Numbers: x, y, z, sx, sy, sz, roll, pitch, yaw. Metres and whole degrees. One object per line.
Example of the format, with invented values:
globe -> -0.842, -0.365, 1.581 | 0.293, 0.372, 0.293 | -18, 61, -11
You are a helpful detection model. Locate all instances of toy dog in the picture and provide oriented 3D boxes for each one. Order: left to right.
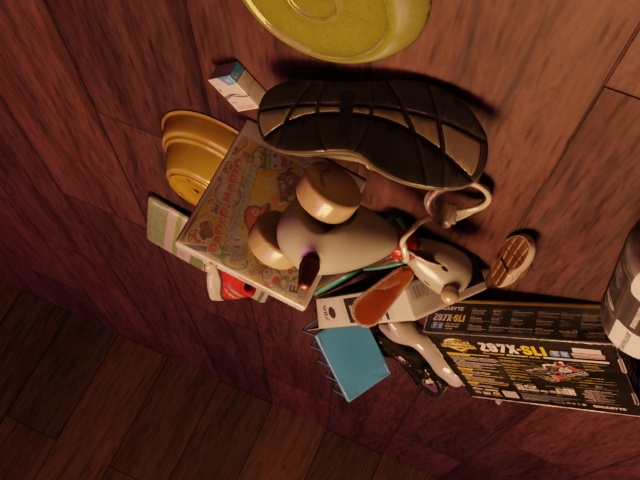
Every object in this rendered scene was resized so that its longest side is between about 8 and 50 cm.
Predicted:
toy dog -> 0.070, 0.028, 0.979 | 0.333, 0.161, 0.220 | 6, 140, -10

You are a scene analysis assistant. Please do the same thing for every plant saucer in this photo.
plant saucer -> -0.003, -0.265, 0.768 | 0.241, 0.037, 0.241 | 21, 157, 10

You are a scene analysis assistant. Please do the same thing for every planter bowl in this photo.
planter bowl -> -0.190, -0.113, 1.228 | 0.217, 0.090, 0.217 | 22, 158, 9

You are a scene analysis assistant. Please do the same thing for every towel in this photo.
towel -> -0.242, 0.023, 1.652 | 0.325, 0.038, 0.248 | 29, 156, -3

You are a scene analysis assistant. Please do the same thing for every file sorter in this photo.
file sorter -> 0.053, 0.244, 1.620 | 0.170, 0.118, 0.104 | 64, 160, -12

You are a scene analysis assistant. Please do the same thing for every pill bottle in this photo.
pill bottle -> 0.418, 0.045, 0.871 | 0.130, 0.130, 0.246 | 18, 156, 20

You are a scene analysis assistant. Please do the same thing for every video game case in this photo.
video game case -> -0.067, -0.041, 1.072 | 0.206, 0.227, 0.026 | 27, 158, -3

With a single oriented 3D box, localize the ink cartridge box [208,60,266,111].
ink cartridge box -> -0.109, -0.207, 1.016 | 0.048, 0.028, 0.083 | 2, 148, 46

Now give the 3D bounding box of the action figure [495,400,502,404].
action figure -> 0.366, 0.273, 1.515 | 0.137, 0.063, 0.232 | 22, 154, 19

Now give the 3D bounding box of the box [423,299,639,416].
box -> 0.374, 0.200, 1.264 | 0.322, 0.079, 0.257 | -1, 142, 35

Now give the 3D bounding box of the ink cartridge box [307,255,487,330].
ink cartridge box -> 0.112, 0.096, 1.267 | 0.332, 0.165, 0.065 | -18, 91, 57

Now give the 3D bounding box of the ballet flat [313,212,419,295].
ballet flat -> 0.065, 0.018, 1.246 | 0.280, 0.095, 0.096 | -25, 84, 50

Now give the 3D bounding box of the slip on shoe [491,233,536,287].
slip on shoe -> 0.295, 0.029, 1.086 | 0.041, 0.051, 0.135 | -11, 151, -13

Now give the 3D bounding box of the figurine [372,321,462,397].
figurine -> 0.207, 0.240, 1.583 | 0.209, 0.092, 0.215 | 30, 157, 1

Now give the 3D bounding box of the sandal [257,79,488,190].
sandal -> 0.065, -0.139, 0.907 | 0.302, 0.120, 0.086 | 17, -177, 26

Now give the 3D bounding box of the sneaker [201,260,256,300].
sneaker -> -0.176, 0.019, 1.488 | 0.118, 0.107, 0.279 | 1, 141, 1
